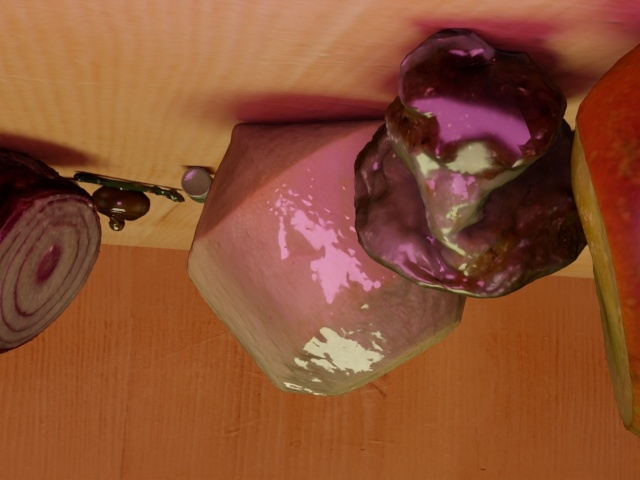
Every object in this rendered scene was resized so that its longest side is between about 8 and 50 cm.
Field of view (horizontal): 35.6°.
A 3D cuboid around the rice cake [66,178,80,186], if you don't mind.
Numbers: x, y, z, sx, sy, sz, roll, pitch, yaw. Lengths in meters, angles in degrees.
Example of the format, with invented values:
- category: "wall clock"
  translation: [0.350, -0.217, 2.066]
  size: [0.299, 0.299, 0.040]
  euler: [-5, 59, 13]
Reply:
- category: "rice cake"
  translation: [-0.530, -0.083, 1.656]
  size: [0.256, 0.052, 0.057]
  euler: [4, -151, -6]

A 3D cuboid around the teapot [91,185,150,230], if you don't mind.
- category: "teapot"
  translation: [-0.345, -0.054, 1.721]
  size: [0.098, 0.078, 0.129]
  euler: [7, 177, 2]

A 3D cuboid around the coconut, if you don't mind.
- category: "coconut"
  translation: [0.000, 0.000, 1.082]
  size: [0.329, 0.328, 0.329]
  euler: [3, 175, 0]

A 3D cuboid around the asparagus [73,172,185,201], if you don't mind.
- category: "asparagus"
  translation: [-0.312, -0.088, 1.667]
  size: [0.023, 0.022, 0.233]
  euler: [-35, 151, 32]

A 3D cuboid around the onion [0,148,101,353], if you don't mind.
- category: "onion"
  translation: [-0.490, 0.001, 1.401]
  size: [0.260, 0.281, 0.337]
  euler: [22, -170, 15]

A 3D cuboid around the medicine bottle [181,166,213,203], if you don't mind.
- category: "medicine bottle"
  translation: [-0.182, -0.082, 1.498]
  size: [0.047, 0.047, 0.083]
  euler: [3, 175, 1]

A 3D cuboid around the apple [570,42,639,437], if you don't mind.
- category: "apple"
  translation: [0.331, 0.001, 0.706]
  size: [0.384, 0.374, 0.374]
  euler: [34, 169, -8]

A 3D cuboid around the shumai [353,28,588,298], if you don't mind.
- category: "shumai"
  translation: [0.142, -0.093, 0.830]
  size: [0.222, 0.203, 0.271]
  euler: [10, -148, 4]
